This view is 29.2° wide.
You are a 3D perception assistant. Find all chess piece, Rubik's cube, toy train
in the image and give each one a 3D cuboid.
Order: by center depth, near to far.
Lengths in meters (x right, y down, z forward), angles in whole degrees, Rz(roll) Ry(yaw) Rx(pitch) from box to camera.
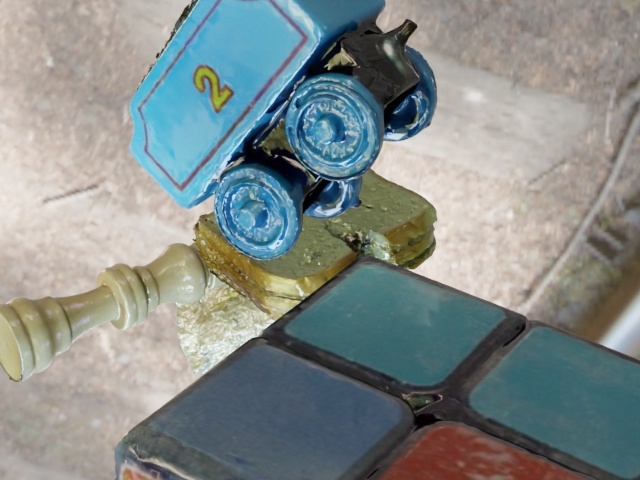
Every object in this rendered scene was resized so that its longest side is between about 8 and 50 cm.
[{"bbox_3d":[0.065,0.240,0.881,0.318,0.316,0.313,21,123,26],"label":"Rubik's cube"},{"bbox_3d":[-0.041,-0.152,1.291,0.265,0.188,0.300,46,127,5],"label":"toy train"},{"bbox_3d":[-0.292,0.086,1.835,0.117,0.397,0.117,34,134,43],"label":"chess piece"}]

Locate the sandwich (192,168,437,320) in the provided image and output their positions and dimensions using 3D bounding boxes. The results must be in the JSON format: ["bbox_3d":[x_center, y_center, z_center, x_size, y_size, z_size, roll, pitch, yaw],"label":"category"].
[{"bbox_3d":[0.000,-0.001,1.681,0.249,0.273,0.095,33,142,43],"label":"sandwich"}]

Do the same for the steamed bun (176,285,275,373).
[{"bbox_3d":[-0.141,0.119,2.075,0.225,0.200,0.170,-24,128,12],"label":"steamed bun"}]
